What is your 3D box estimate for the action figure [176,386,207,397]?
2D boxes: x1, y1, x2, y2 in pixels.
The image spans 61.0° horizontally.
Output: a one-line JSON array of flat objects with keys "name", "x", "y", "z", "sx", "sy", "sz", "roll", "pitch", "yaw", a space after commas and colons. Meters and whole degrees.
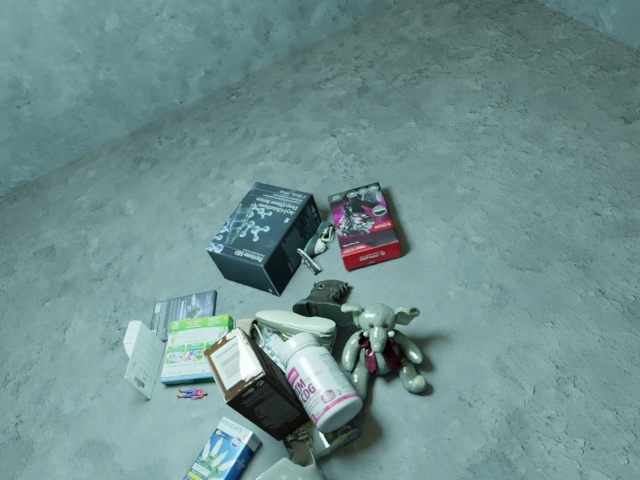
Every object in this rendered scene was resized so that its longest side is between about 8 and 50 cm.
[{"name": "action figure", "x": -0.460, "y": 0.549, "z": 1.953, "sx": 0.115, "sy": 0.030, "sz": 0.038, "roll": -4, "pitch": 44, "yaw": 14}]

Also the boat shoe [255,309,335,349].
[{"name": "boat shoe", "x": -0.093, "y": 0.306, "z": 1.881, "sx": 0.305, "sy": 0.091, "sz": 0.109, "roll": 8, "pitch": 15, "yaw": 25}]

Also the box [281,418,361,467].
[{"name": "box", "x": -0.013, "y": 0.593, "z": 1.730, "sx": 0.231, "sy": 0.056, "sz": 0.183, "roll": -28, "pitch": 46, "yaw": -5}]

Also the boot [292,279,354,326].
[{"name": "boot", "x": 0.045, "y": 0.209, "z": 1.979, "sx": 0.263, "sy": 0.091, "sz": 0.229, "roll": 6, "pitch": 26, "yaw": 30}]

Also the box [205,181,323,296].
[{"name": "box", "x": -0.219, "y": -0.015, "z": 2.233, "sx": 0.293, "sy": 0.212, "sz": 0.395, "roll": 14, "pitch": 57, "yaw": 29}]

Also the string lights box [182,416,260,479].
[{"name": "string lights box", "x": -0.319, "y": 0.712, "z": 1.723, "sx": 0.133, "sy": 0.077, "sz": 0.259, "roll": 14, "pitch": 56, "yaw": 31}]

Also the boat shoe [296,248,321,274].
[{"name": "boat shoe", "x": -0.053, "y": 0.085, "z": 2.166, "sx": 0.125, "sy": 0.046, "sz": 0.038, "roll": 45, "pitch": 84, "yaw": -4}]

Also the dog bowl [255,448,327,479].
[{"name": "dog bowl", "x": -0.123, "y": 0.727, "z": 1.472, "sx": 0.349, "sy": 0.349, "sz": 0.102, "roll": -39, "pitch": 62, "yaw": -15}]

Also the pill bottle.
[{"name": "pill bottle", "x": -0.009, "y": 0.435, "z": 1.690, "sx": 0.160, "sy": 0.160, "sz": 0.283, "roll": -32, "pitch": 56, "yaw": -9}]

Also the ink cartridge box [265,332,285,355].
[{"name": "ink cartridge box", "x": -0.149, "y": 0.369, "z": 1.899, "sx": 0.048, "sy": 0.028, "sz": 0.083, "roll": -38, "pitch": 47, "yaw": -13}]

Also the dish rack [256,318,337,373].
[{"name": "dish rack", "x": -0.113, "y": 0.405, "z": 1.921, "sx": 0.333, "sy": 0.072, "sz": 0.285, "roll": 2, "pitch": 52, "yaw": 22}]

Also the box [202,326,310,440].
[{"name": "box", "x": -0.182, "y": 0.435, "z": 1.621, "sx": 0.143, "sy": 0.381, "sz": 0.191, "roll": -36, "pitch": 50, "yaw": -3}]

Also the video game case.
[{"name": "video game case", "x": -0.557, "y": 0.309, "z": 2.200, "sx": 0.274, "sy": 0.026, "sz": 0.196, "roll": -12, "pitch": 47, "yaw": 9}]

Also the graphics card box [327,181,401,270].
[{"name": "graphics card box", "x": 0.173, "y": -0.065, "z": 2.210, "sx": 0.233, "sy": 0.094, "sz": 0.371, "roll": -15, "pitch": 45, "yaw": 5}]

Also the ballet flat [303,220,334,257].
[{"name": "ballet flat", "x": 0.000, "y": 0.000, "z": 2.238, "sx": 0.074, "sy": 0.074, "sz": 0.203, "roll": 12, "pitch": 53, "yaw": 29}]

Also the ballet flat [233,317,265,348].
[{"name": "ballet flat", "x": -0.240, "y": 0.390, "z": 1.869, "sx": 0.106, "sy": 0.107, "sz": 0.316, "roll": -13, "pitch": 48, "yaw": 1}]

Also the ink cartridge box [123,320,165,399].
[{"name": "ink cartridge box", "x": -0.667, "y": 0.442, "z": 2.010, "sx": 0.066, "sy": 0.189, "sz": 0.232, "roll": -5, "pitch": 50, "yaw": 17}]

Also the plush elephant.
[{"name": "plush elephant", "x": 0.191, "y": 0.319, "z": 1.751, "sx": 0.272, "sy": 0.255, "sz": 0.330, "roll": -6, "pitch": 47, "yaw": 9}]

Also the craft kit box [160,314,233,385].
[{"name": "craft kit box", "x": -0.461, "y": 0.410, "z": 2.038, "sx": 0.250, "sy": 0.061, "sz": 0.246, "roll": -8, "pitch": 57, "yaw": 13}]
